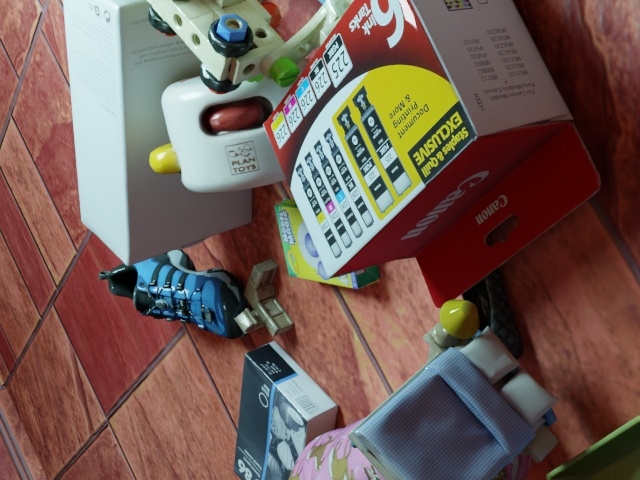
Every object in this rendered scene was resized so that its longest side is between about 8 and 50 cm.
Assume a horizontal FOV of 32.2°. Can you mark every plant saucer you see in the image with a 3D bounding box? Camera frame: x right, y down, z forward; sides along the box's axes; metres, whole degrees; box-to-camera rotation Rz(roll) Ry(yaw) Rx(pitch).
[{"bbox_3d":[0.335,0.278,1.100,0.188,0.045,0.188,59,147,17],"label":"plant saucer"}]

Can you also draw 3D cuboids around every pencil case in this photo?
[{"bbox_3d":[0.097,0.273,1.335,0.167,0.160,0.386,37,149,-9],"label":"pencil case"}]

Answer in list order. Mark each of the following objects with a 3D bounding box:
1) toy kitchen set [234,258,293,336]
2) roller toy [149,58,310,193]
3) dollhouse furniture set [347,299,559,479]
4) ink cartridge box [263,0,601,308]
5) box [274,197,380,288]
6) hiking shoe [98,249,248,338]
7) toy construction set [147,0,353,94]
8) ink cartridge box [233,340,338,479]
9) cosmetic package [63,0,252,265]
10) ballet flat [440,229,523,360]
[{"bbox_3d":[-0.083,0.089,1.597,0.083,0.068,0.075,53,144,24],"label":"toy kitchen set"},{"bbox_3d":[-0.091,-0.136,1.358,0.191,0.209,0.146,4,111,49],"label":"roller toy"},{"bbox_3d":[0.159,0.213,1.014,0.303,0.286,0.198,49,144,10],"label":"dollhouse furniture set"},{"bbox_3d":[0.099,-0.092,1.130,0.309,0.130,0.272,-47,61,53],"label":"ink cartridge box"},{"bbox_3d":[0.000,0.000,1.448,0.179,0.043,0.105,8,114,56],"label":"box"},{"bbox_3d":[-0.225,0.097,1.753,0.304,0.132,0.113,21,125,50],"label":"hiking shoe"},{"bbox_3d":[-0.074,-0.280,1.255,0.328,0.215,0.151,38,140,33],"label":"toy construction set"},{"bbox_3d":[-0.060,0.330,1.708,0.165,0.065,0.332,40,139,37],"label":"ink cartridge box"},{"bbox_3d":[-0.213,-0.181,1.504,0.156,0.217,0.385,38,135,39],"label":"cosmetic package"},{"bbox_3d":[0.172,0.061,1.215,0.057,0.049,0.173,-32,80,58],"label":"ballet flat"}]
